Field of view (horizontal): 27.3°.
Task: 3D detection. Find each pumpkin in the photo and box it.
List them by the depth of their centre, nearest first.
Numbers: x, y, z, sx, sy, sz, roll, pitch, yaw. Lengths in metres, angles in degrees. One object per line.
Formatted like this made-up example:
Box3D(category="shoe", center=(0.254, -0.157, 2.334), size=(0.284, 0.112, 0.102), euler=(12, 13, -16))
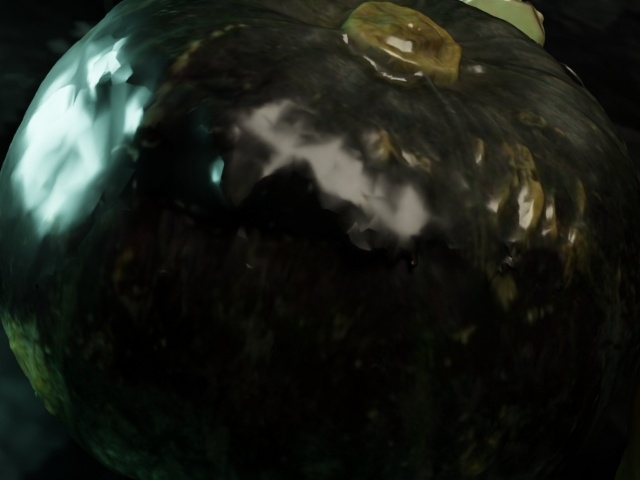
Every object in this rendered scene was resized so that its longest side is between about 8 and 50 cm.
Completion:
Box3D(category="pumpkin", center=(0.000, 0.000, 0.902), size=(0.454, 0.344, 0.454), euler=(13, 32, -8))

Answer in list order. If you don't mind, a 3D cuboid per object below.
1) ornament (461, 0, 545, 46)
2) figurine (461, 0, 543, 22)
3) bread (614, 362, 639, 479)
Box3D(category="ornament", center=(0.117, -0.141, 1.247), size=(0.180, 0.059, 0.201), euler=(12, 83, -14))
Box3D(category="figurine", center=(0.133, -0.168, 1.343), size=(0.155, 0.127, 0.235), euler=(26, 51, -4))
Box3D(category="bread", center=(0.308, 0.144, 0.934), size=(0.238, 0.252, 0.196), euler=(-5, 34, -18))
